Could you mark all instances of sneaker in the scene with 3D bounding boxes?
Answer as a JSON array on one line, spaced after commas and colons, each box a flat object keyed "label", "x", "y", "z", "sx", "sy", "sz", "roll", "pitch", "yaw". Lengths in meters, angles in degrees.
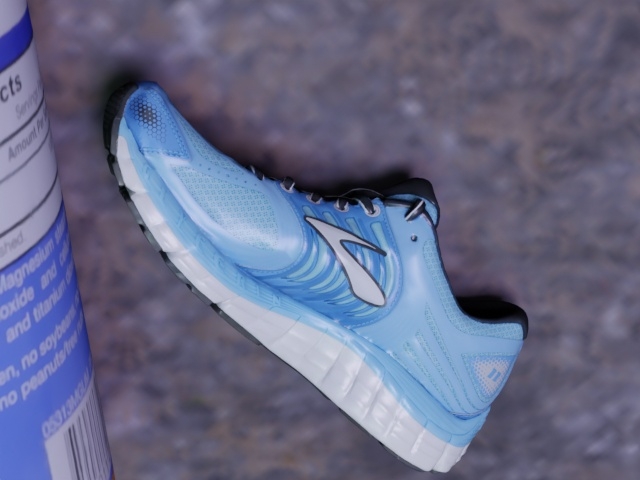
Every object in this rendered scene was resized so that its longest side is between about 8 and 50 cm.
[{"label": "sneaker", "x": 0.000, "y": 0.000, "z": 0.490, "sx": 0.162, "sy": 0.063, "sz": 0.073, "roll": 40, "pitch": 92, "yaw": -19}]

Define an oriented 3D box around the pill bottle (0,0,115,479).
[{"label": "pill bottle", "x": -0.149, "y": -0.016, "z": 0.427, "sx": 0.152, "sy": 0.152, "sz": 0.272, "roll": -5, "pitch": 114, "yaw": 4}]
